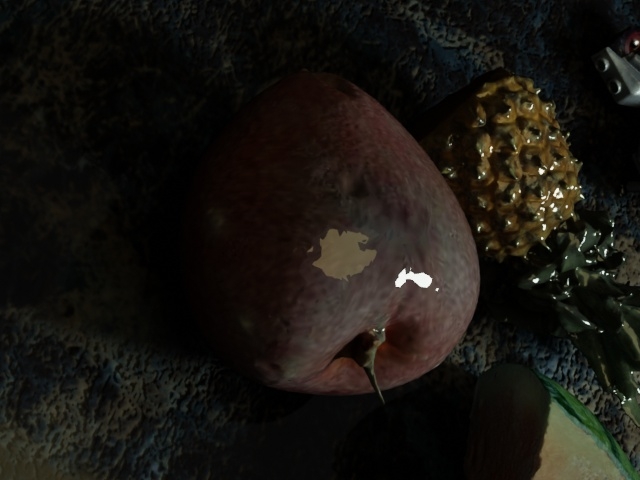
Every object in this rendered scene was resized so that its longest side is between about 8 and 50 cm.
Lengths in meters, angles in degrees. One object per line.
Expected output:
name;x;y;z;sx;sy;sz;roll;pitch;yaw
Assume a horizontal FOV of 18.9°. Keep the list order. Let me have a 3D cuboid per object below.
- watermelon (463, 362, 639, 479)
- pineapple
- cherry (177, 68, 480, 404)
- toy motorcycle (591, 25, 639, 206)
watermelon;0.186;0.246;1.694;0.201;0.213;0.261;-29;88;-17
pineapple;0.217;0.019;1.768;0.165;0.165;0.364;-44;104;-32
cherry;0.000;0.000;1.607;0.261;0.221;0.307;7;61;-38
toy motorcycle;0.335;-0.106;1.921;0.122;0.080;0.215;-28;88;-36
